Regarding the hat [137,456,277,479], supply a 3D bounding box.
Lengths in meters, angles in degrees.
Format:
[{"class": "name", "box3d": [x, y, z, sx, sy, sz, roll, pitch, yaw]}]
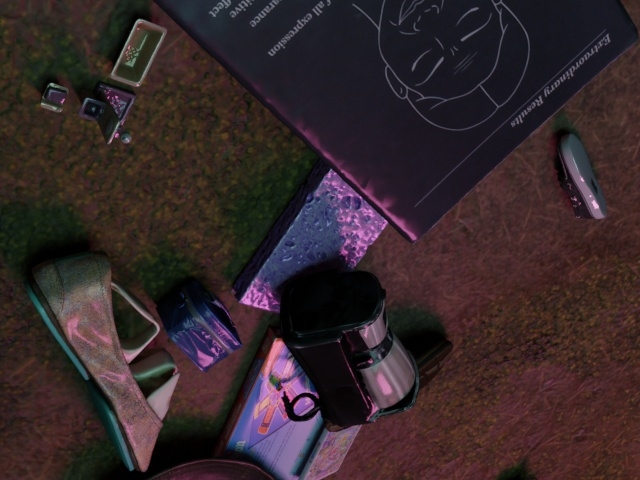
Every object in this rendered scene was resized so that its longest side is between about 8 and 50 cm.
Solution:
[{"class": "hat", "box3d": [-0.162, 0.428, 1.354, 0.331, 0.134, 0.331, -13, 138, -12]}]

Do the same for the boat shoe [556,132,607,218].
[{"class": "boat shoe", "box3d": [0.319, -0.075, 1.310, 0.040, 0.049, 0.142, -10, 134, 30]}]

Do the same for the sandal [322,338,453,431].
[{"class": "sandal", "box3d": [0.085, 0.177, 1.361, 0.219, 0.060, 0.090, -26, 154, -25]}]

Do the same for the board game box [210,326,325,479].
[{"class": "board game box", "box3d": [-0.051, 0.235, 1.361, 0.145, 0.027, 0.281, 8, 120, -33]}]

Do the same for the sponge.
[{"class": "sponge", "box3d": [0.000, 0.000, 1.210, 0.117, 0.031, 0.210, 22, 111, -37]}]

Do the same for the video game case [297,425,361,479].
[{"class": "video game case", "box3d": [0.018, 0.276, 1.414, 0.087, 0.011, 0.122, -11, 132, -52]}]

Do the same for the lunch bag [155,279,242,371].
[{"class": "lunch bag", "box3d": [-0.135, 0.092, 1.185, 0.065, 0.067, 0.098, -36, 131, 0]}]

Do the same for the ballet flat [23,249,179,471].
[{"class": "ballet flat", "box3d": [-0.217, 0.137, 1.156, 0.106, 0.107, 0.316, -29, 133, -15]}]

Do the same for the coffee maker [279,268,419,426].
[{"class": "coffee maker", "box3d": [0.015, 0.134, 1.218, 0.171, 0.120, 0.178, -30, 133, -3]}]

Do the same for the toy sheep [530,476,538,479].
[{"class": "toy sheep", "box3d": [0.316, 0.430, 1.657, 0.091, 0.091, 0.132, 6, 107, -30]}]

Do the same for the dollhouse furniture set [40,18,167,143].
[{"class": "dollhouse furniture set", "box3d": [-0.192, -0.150, 0.968, 0.091, 0.081, 0.114, 16, 115, -35]}]

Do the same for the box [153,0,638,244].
[{"class": "box", "box3d": [0.044, -0.240, 0.936, 0.293, 0.212, 0.395, -43, 131, 7]}]
